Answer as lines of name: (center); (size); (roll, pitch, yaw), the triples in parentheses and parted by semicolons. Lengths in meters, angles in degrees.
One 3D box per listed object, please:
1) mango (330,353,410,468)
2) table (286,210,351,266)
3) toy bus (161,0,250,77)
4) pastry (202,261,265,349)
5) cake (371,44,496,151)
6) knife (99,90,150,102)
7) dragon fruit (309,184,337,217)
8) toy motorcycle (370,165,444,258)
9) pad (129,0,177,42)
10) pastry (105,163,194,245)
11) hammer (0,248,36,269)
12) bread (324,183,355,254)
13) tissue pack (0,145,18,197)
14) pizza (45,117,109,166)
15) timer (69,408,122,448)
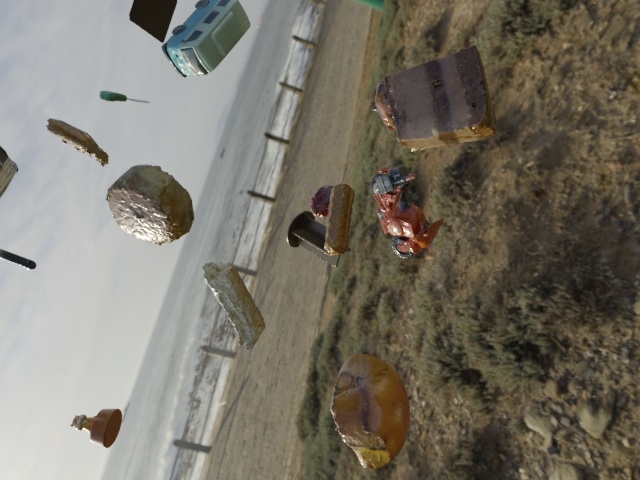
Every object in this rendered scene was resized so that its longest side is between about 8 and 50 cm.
mango: (0.121, 0.419, 1.263); (0.350, 0.199, 0.201); (-84, 18, -68)
table: (0.000, 0.000, 1.984); (0.227, 0.167, 0.167); (30, 105, 31)
toy bus: (-0.353, -0.648, 1.556); (0.271, 0.165, 0.133); (-58, -35, -19)
pastry: (-0.235, 0.164, 1.349); (0.089, 0.258, 0.121); (-26, 10, -2)
cake: (0.270, -0.326, 1.208); (0.196, 0.293, 0.198); (-21, -80, -68)
knife: (-0.714, -0.530, 1.832); (0.260, 0.063, 0.034); (-25, -52, -66)
dragon fruit: (0.036, -0.133, 1.456); (0.190, 0.094, 0.094); (-48, -8, -49)
toy motorcycle: (0.290, -0.102, 1.641); (0.221, 0.325, 0.148); (-16, 8, 42)
pad: (-0.377, -0.526, 1.110); (0.157, 0.003, 0.112); (-15, -53, -80)
pastry: (-0.375, -0.075, 1.072); (0.192, 0.182, 0.093); (-13, 35, 36)
hammer: (-0.954, 0.039, 1.474); (0.069, 0.194, 0.116); (-31, 43, 33)
bread: (0.039, -0.044, 0.992); (0.044, 0.052, 0.157); (-18, 58, 50)
tissue pack: (-1.331, -0.222, 1.807); (0.264, 0.253, 0.416); (-29, 32, 1)
pizza: (-0.845, -0.342, 1.775); (0.071, 0.189, 0.297); (-61, -8, -11)
timer: (-0.793, 0.642, 1.707); (0.132, 0.152, 0.132); (9, -90, -88)
